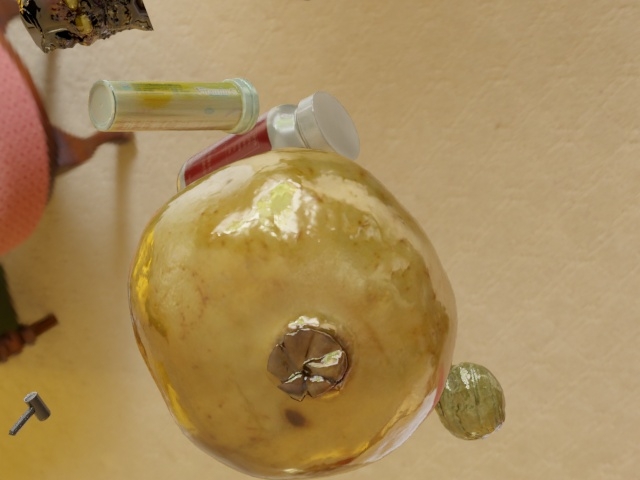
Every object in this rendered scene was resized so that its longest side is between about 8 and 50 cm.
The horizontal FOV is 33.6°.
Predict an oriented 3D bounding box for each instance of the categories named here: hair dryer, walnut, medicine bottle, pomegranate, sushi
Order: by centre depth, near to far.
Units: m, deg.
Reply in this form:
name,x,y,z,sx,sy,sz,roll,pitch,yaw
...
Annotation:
name,x,y,z,sx,sy,sz,roll,pitch,yaw
pomegranate,-0.028,0.066,0.922,0.307,0.307,0.307,17,122,30
walnut,0.166,0.180,1.184,0.092,0.092,0.092,17,122,30
medicine bottle,-0.181,-0.167,1.318,0.074,0.218,0.073,7,100,45
medicine bottle,-0.075,-0.105,1.480,0.250,0.131,0.131,-27,95,28
sushi,-0.385,-0.367,1.640,0.172,0.150,0.153,35,155,35
hair dryer,-0.477,0.290,1.727,0.026,0.083,0.047,-14,116,34
